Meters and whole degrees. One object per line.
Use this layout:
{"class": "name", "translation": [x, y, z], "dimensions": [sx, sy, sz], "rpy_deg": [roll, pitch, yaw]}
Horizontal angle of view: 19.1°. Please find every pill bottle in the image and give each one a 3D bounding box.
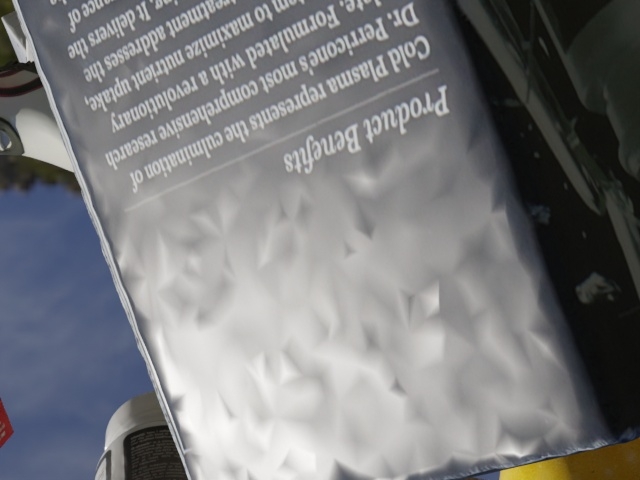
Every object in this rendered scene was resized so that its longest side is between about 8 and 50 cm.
{"class": "pill bottle", "translation": [-0.164, 0.294, 2.041], "dimensions": [0.162, 0.162, 0.278], "rpy_deg": [2, -148, -7]}

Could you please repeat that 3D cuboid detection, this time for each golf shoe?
{"class": "golf shoe", "translation": [-0.304, -0.111, 1.731], "dimensions": [0.273, 0.105, 0.120], "rpy_deg": [27, -120, 24]}

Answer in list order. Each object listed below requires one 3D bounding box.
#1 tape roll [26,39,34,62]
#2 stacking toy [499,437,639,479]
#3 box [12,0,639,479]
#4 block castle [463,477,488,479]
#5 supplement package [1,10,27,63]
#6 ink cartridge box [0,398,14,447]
{"class": "tape roll", "translation": [-0.222, -0.300, 2.049], "dimensions": [0.169, 0.246, 0.246], "rpy_deg": [6, -152, -5]}
{"class": "stacking toy", "translation": [0.317, 0.286, 2.091], "dimensions": [0.350, 0.480, 0.350], "rpy_deg": [-24, -165, 7]}
{"class": "box", "translation": [0.108, -0.160, 0.996], "dimensions": [0.480, 0.472, 0.297], "rpy_deg": [-20, -179, -43]}
{"class": "block castle", "translation": [0.083, 0.444, 1.626], "dimensions": [0.213, 0.453, 0.303], "rpy_deg": [-8, -151, 42]}
{"class": "supplement package", "translation": [-0.286, -0.209, 2.370], "dimensions": [0.134, 0.139, 0.244], "rpy_deg": [-26, -147, -10]}
{"class": "ink cartridge box", "translation": [-0.453, 0.134, 2.014], "dimensions": [0.114, 0.273, 0.197], "rpy_deg": [-12, -164, 18]}
